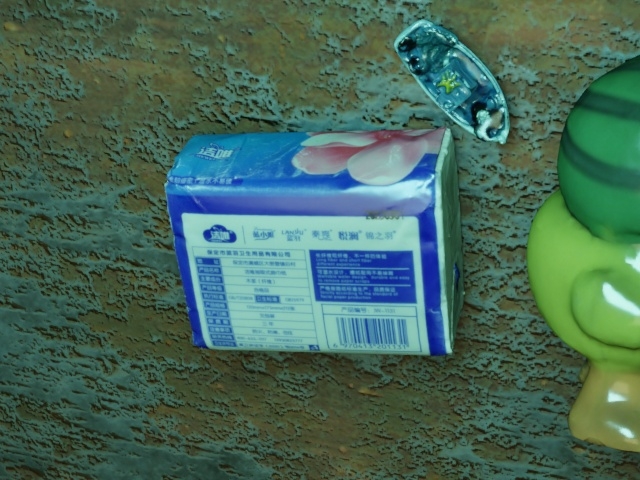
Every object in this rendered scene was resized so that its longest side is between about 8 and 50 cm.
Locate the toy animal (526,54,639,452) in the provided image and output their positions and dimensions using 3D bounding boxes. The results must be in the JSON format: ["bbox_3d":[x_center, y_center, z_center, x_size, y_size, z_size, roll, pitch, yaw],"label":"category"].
[{"bbox_3d":[0.278,-0.007,1.098,0.191,0.216,0.338,24,124,37],"label":"toy animal"}]

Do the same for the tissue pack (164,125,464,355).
[{"bbox_3d":[0.000,0.000,1.228,0.269,0.137,0.209,-1,117,15],"label":"tissue pack"}]

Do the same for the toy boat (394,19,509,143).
[{"bbox_3d":[0.124,-0.143,1.148,0.060,0.061,0.137,-37,102,30],"label":"toy boat"}]
